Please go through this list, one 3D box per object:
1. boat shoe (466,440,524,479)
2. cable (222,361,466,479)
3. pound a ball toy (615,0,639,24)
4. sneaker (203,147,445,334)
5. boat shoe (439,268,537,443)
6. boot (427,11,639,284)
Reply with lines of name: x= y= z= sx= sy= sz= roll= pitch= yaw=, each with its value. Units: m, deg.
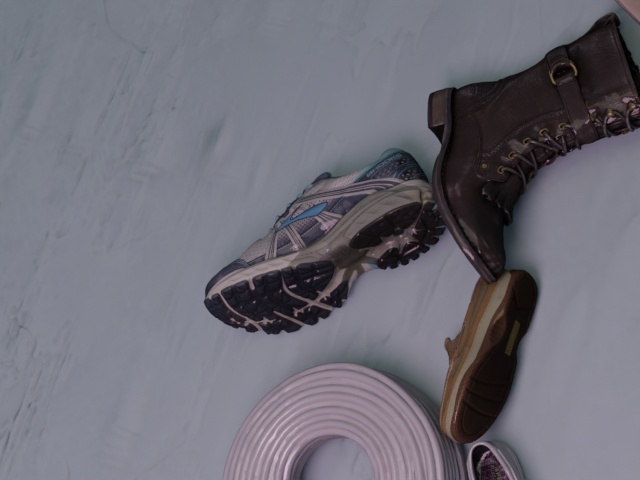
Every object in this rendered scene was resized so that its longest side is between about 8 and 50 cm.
boat shoe: x=0.185 y=0.277 z=1.463 sx=0.066 sy=0.063 sz=0.184 roll=-20 pitch=66 yaw=19
cable: x=0.017 y=0.249 z=1.538 sx=0.257 sy=0.089 sz=0.257 roll=-31 pitch=63 yaw=14
pound a ball toy: x=0.387 y=-0.382 z=1.517 sx=0.208 sy=0.136 sz=0.319 roll=43 pitch=96 yaw=-6
sneaker: x=0.000 y=0.000 z=1.637 sx=0.283 sy=0.110 sz=0.122 roll=-27 pitch=46 yaw=13
boat shoe: x=0.155 y=0.115 z=1.530 sx=0.072 sy=0.068 sz=0.190 roll=3 pitch=57 yaw=43
boot: x=0.229 y=-0.099 z=1.537 sx=0.229 sy=0.091 sz=0.263 roll=-18 pitch=56 yaw=19
